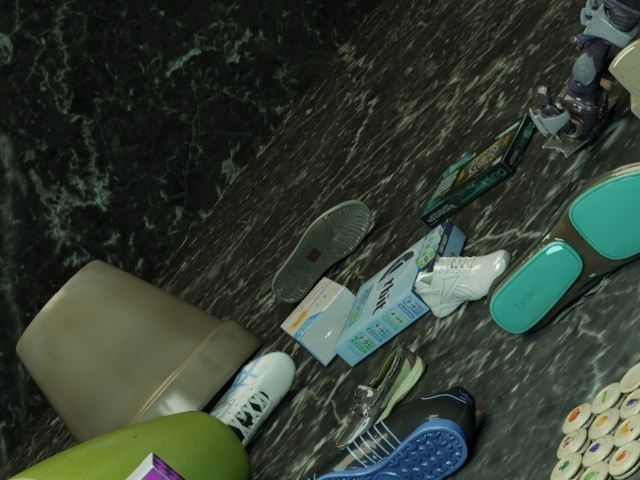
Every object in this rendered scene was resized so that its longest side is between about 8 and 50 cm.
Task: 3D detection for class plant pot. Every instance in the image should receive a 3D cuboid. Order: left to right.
[{"bbox_3d":[-0.292,0.186,2.302,0.323,0.280,0.323,-49,-2,-3],"label":"plant pot"},{"bbox_3d":[-0.227,0.344,1.927,0.275,0.275,0.293,-36,1,43],"label":"plant pot"}]

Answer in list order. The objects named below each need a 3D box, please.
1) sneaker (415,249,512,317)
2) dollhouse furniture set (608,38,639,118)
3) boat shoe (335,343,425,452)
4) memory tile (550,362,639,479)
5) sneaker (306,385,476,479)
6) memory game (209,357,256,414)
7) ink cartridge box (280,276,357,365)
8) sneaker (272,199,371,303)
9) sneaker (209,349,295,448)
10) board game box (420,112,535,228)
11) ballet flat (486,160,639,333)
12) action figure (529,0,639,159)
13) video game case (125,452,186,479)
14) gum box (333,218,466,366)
[{"bbox_3d":[0.174,0.045,1.890,0.152,0.061,0.053,-34,16,44],"label":"sneaker"},{"bbox_3d":[0.442,-0.316,1.787,0.286,0.198,0.303,-42,12,22],"label":"dollhouse furniture set"},{"bbox_3d":[0.062,0.190,1.829,0.152,0.049,0.056,-51,13,-16],"label":"boat shoe"},{"bbox_3d":[0.245,0.172,1.333,0.113,0.012,0.148,-39,14,34],"label":"memory tile"},{"bbox_3d":[0.072,0.232,1.607,0.232,0.081,0.090,-32,15,31],"label":"sneaker"},{"bbox_3d":[-0.143,0.256,2.437,0.186,0.012,0.186,-45,12,12],"label":"memory game"},{"bbox_3d":[0.003,0.116,2.256,0.104,0.061,0.181,-48,11,-5],"label":"ink cartridge box"},{"bbox_3d":[0.000,0.000,2.597,0.222,0.083,0.118,-45,11,17],"label":"sneaker"},{"bbox_3d":[-0.117,0.259,2.184,0.237,0.085,0.086,-48,28,-1],"label":"sneaker"},{"bbox_3d":[0.232,-0.102,2.248,0.186,0.026,0.126,-36,16,44],"label":"board game box"},{"bbox_3d":[0.283,-0.007,1.607,0.280,0.095,0.096,-39,2,33],"label":"ballet flat"},{"bbox_3d":[0.336,-0.220,1.916,0.285,0.099,0.185,101,-166,-45],"label":"action figure"},{"bbox_3d":[-0.161,0.369,1.589,0.210,0.232,0.042,-45,14,6],"label":"video game case"},{"bbox_3d":[0.109,0.071,2.079,0.184,0.041,0.157,-40,13,33],"label":"gum box"}]
